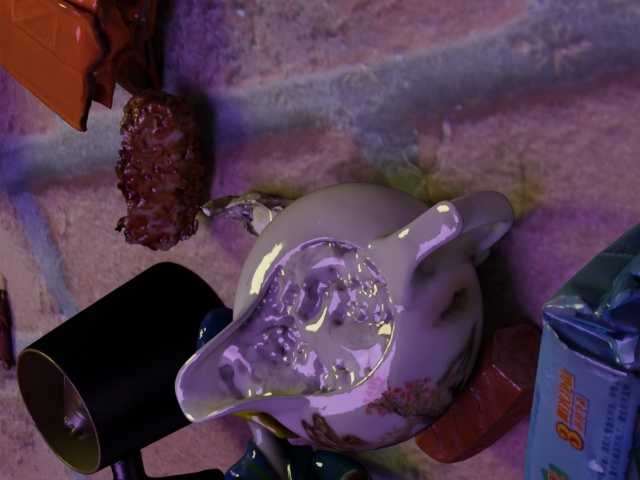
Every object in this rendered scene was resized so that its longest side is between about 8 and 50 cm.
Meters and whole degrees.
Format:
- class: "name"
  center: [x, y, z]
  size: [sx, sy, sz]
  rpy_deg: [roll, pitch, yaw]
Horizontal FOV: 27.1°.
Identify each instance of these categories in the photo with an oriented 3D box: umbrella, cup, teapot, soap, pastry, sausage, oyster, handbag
- class: "umbrella"
  center: [-0.418, 0.110, 1.734]
  size: [0.027, 0.025, 0.165]
  rpy_deg: [16, 131, 17]
- class: "cup"
  center: [-0.171, 0.159, 1.332]
  size: [0.239, 0.177, 0.166]
  rpy_deg: [51, 143, 13]
- class: "teapot"
  center: [0.028, 0.051, 1.003]
  size: [0.298, 0.139, 0.204]
  rpy_deg: [-41, 66, 24]
- class: "soap"
  center: [0.197, 0.112, 0.865]
  size: [0.077, 0.156, 0.293]
  rpy_deg: [22, 131, 30]
- class: "pastry"
  center: [-0.149, -0.069, 1.232]
  size: [0.063, 0.087, 0.169]
  rpy_deg: [-106, 18, -47]
- class: "sausage"
  center: [0.122, 0.129, 1.048]
  size: [0.065, 0.065, 0.169]
  rpy_deg: [51, 144, 13]
- class: "oyster"
  center: [-0.001, 0.002, 1.137]
  size: [0.200, 0.061, 0.106]
  rpy_deg: [47, 121, 16]
- class: "handbag"
  center: [-0.251, -0.330, 1.144]
  size: [0.303, 0.116, 0.410]
  rpy_deg: [40, 140, 27]

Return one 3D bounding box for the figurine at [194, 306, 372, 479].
- class: "figurine"
  center: [-0.055, 0.224, 1.233]
  size: [0.283, 0.204, 0.338]
  rpy_deg: [126, 125, -78]
